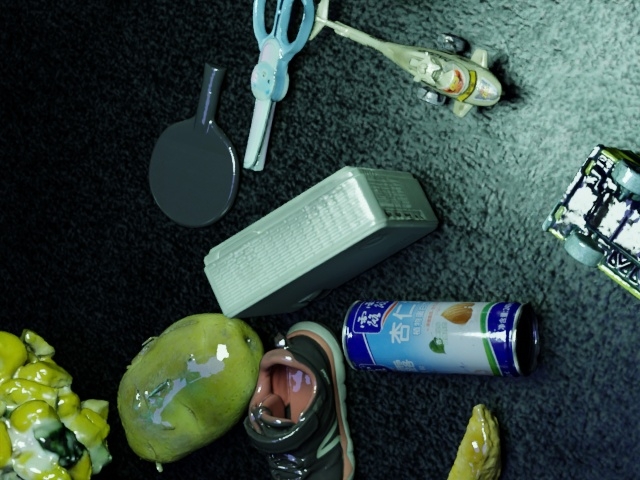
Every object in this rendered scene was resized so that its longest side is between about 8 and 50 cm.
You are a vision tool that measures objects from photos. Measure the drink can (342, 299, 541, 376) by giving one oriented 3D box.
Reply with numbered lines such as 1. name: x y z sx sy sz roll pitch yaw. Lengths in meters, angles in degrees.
1. drink can: 0.153 0.123 1.682 0.235 0.097 0.097 1 94 27

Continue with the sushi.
1. sushi: -0.433 0.308 1.873 0.328 0.328 0.285 41 99 20

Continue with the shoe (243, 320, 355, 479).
1. shoe: -0.031 0.256 1.761 0.114 0.137 0.291 1 95 28

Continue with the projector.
1. projector: 0.000 0.000 1.699 0.256 0.192 0.099 -32 75 25

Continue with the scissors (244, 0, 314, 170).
1. scissors: -0.067 -0.218 1.791 0.125 0.030 0.256 30 115 49

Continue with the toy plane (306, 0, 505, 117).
1. toy plane: 0.110 -0.232 1.681 0.286 0.108 0.092 31 109 35

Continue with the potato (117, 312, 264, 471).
1. potato: -0.182 0.199 1.830 0.248 0.143 0.169 -40 87 23

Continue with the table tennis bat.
1. table tennis bat: -0.171 -0.132 1.867 0.150 0.027 0.236 19 103 25

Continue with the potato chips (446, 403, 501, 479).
1. potato chips: 0.136 0.395 1.731 0.080 0.057 0.407 43 112 32

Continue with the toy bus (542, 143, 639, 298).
1. toy bus: 0.405 0.011 1.515 0.262 0.150 0.128 40 111 24
